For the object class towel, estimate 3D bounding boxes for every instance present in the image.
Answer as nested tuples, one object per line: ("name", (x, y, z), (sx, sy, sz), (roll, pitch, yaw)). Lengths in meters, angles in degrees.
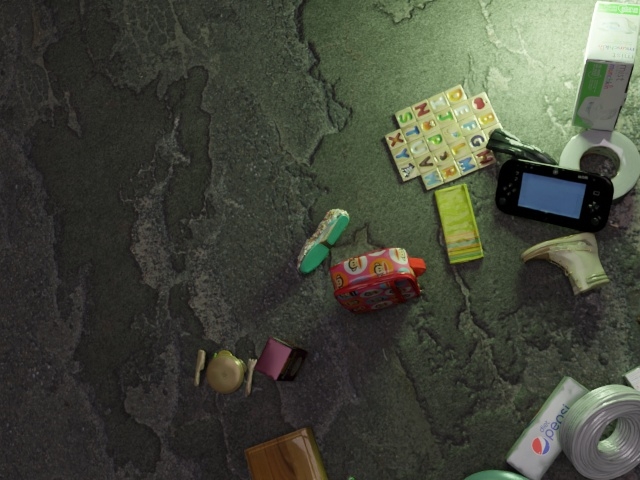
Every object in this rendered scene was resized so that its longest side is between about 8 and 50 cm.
("towel", (0.418, -0.050, 1.950), (0.102, 0.021, 0.238), (-13, 75, 10))

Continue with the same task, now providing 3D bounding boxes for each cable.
("cable", (0.736, 0.486, 1.643), (0.257, 0.089, 0.257), (41, 95, -23))

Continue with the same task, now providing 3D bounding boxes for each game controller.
("game controller", (0.659, -0.131, 1.833), (0.319, 0.067, 0.167), (16, 121, 30))

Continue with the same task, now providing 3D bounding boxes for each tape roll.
("tape roll", (0.801, -0.208, 1.861), (0.219, 0.072, 0.220), (-3, 76, 13))

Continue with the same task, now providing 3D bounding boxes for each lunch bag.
("lunch bag", (0.175, 0.112, 1.835), (0.258, 0.293, 0.120), (-17, 69, 11))

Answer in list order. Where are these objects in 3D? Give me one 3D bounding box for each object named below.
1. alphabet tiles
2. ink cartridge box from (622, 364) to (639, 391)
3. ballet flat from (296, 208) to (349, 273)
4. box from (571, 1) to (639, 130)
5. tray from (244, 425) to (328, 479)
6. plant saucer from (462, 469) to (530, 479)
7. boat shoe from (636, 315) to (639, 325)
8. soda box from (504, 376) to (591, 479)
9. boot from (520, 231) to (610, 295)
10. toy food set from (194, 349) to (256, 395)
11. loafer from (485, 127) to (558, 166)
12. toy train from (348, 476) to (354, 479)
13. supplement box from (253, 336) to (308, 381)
("alphabet tiles", (0.388, -0.325, 2.025), (0.342, 0.011, 0.285), (-22, 73, 8))
("ink cartridge box", (0.881, 0.392, 1.715), (0.088, 0.052, 0.123), (-32, 73, 6))
("ballet flat", (0.000, 0.000, 2.026), (0.241, 0.091, 0.077), (-50, 41, -5))
("box", (0.796, -0.479, 1.794), (0.126, 0.262, 0.231), (12, 63, 18))
("tray", (-0.062, 0.774, 1.861), (0.202, 0.076, 0.411), (-22, 72, 8))
("plant saucer", (0.478, 0.768, 1.694), (0.317, 0.043, 0.318), (1, 91, 23))
("boat shoe", (0.952, 0.330, 1.675), (0.123, 0.123, 0.342), (-27, 68, 6))
("soda box", (0.620, 0.507, 1.736), (0.098, 0.091, 0.286), (36, 89, 17))
("boot", (0.690, 0.077, 1.824), (0.213, 0.077, 0.165), (-15, 76, 8))
("toy food set", (-0.296, 0.414, 2.025), (0.191, 0.038, 0.133), (9, 87, 11))
("loafer", (0.595, -0.255, 1.911), (0.223, 0.076, 0.078), (35, 102, 28))
("toy train", (0.102, 0.722, 1.855), (0.017, 0.023, 0.083), (-28, 73, 7))
("supplement box", (-0.114, 0.354, 1.907), (0.080, 0.188, 0.104), (26, 85, 18))
